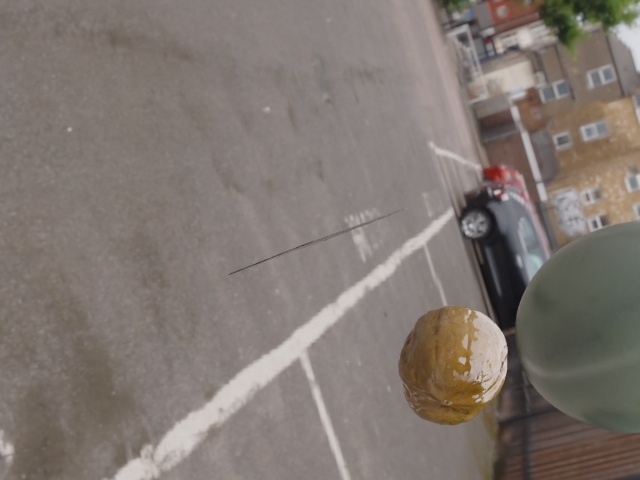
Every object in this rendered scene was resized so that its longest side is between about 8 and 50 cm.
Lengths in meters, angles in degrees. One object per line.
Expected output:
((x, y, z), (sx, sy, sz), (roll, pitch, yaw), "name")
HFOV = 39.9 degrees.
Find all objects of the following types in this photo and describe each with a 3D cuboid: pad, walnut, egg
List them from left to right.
((0.000, 0.000, 1.311), (0.267, 0.181, 0.004), (-19, 89, -50), "pad")
((0.230, 0.218, 1.533), (0.221, 0.195, 0.195), (-59, 132, -61), "walnut")
((0.350, 0.092, 0.960), (0.371, 0.230, 0.230), (132, -54, -71), "egg")
